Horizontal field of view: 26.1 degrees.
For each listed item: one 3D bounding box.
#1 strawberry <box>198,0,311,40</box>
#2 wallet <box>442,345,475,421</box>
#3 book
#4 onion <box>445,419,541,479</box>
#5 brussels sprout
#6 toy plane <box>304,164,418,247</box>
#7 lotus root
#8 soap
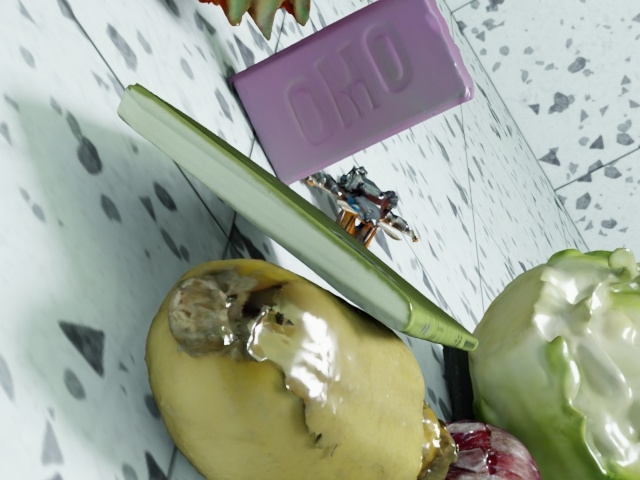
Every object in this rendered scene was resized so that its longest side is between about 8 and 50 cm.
[{"bbox_3d":[-0.071,-0.381,1.215,0.292,0.292,0.343,36,34,-58],"label":"strawberry"},{"bbox_3d":[0.212,0.240,1.540,0.285,0.030,0.146,53,17,-30],"label":"wallet"},{"bbox_3d":[0.000,0.000,1.001,0.239,0.035,0.352,37,1,15],"label":"book"},{"bbox_3d":[0.152,0.234,1.235,0.151,0.098,0.206,54,17,-24],"label":"onion"},{"bbox_3d":[0.305,0.195,1.380,0.371,0.315,0.276,39,54,-1],"label":"brussels sprout"},{"bbox_3d":[0.039,-0.049,1.412,0.135,0.062,0.188,30,22,-13],"label":"toy plane"},{"bbox_3d":[-0.017,0.099,0.865,0.303,0.130,0.146,38,52,-54],"label":"lotus root"},{"bbox_3d":[0.031,-0.145,1.285,0.122,0.203,0.065,64,17,-3],"label":"soap"}]
